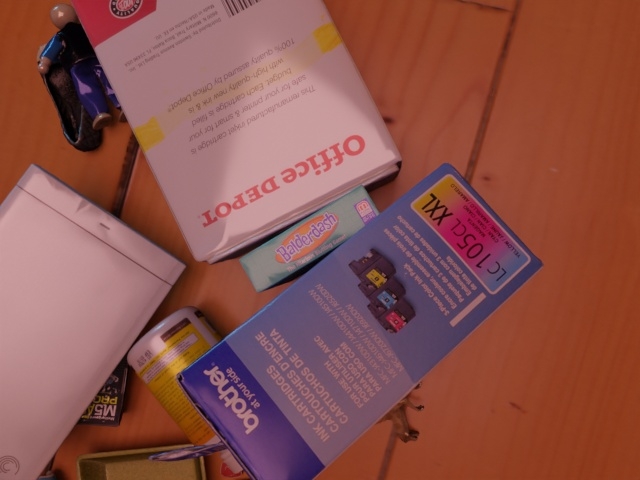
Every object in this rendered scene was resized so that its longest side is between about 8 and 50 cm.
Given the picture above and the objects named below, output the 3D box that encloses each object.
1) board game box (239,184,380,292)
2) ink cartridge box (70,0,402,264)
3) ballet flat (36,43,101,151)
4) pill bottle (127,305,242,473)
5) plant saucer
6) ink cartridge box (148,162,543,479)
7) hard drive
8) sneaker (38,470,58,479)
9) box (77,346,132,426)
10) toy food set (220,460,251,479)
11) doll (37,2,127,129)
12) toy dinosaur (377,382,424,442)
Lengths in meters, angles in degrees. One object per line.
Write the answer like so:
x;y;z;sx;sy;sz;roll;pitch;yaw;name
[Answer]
0.000;0.000;0.723;0.160;0.210;0.047;-31;86;5;board game box
-0.100;-0.196;0.759;0.279;0.160;0.385;-26;86;6;ink cartridge box
-0.367;-0.211;0.845;0.057;0.049;0.173;-26;87;3;ballet flat
-0.152;0.202;0.786;0.117;0.117;0.215;-41;85;5;pill bottle
-0.242;0.385;0.832;0.188;0.045;0.188;-8;89;6;plant saucer
0.013;0.131;0.626;0.395;0.270;0.151;-39;77;-17;ink cartridge box
-0.372;0.113;0.748;0.233;0.047;0.353;36;84;-13;hard drive
-0.479;0.407;0.844;0.228;0.087;0.092;-17;81;-1;sneaker
-0.397;0.134;0.798;0.269;0.060;0.217;8;91;-15;box
-0.094;0.339;0.828;0.122;0.019;0.078;25;92;6;toy food set
-0.338;-0.256;0.833;0.129;0.046;0.189;-24;87;-25;doll
0.076;0.203;0.794;0.183;0.053;0.093;40;95;5;toy dinosaur
